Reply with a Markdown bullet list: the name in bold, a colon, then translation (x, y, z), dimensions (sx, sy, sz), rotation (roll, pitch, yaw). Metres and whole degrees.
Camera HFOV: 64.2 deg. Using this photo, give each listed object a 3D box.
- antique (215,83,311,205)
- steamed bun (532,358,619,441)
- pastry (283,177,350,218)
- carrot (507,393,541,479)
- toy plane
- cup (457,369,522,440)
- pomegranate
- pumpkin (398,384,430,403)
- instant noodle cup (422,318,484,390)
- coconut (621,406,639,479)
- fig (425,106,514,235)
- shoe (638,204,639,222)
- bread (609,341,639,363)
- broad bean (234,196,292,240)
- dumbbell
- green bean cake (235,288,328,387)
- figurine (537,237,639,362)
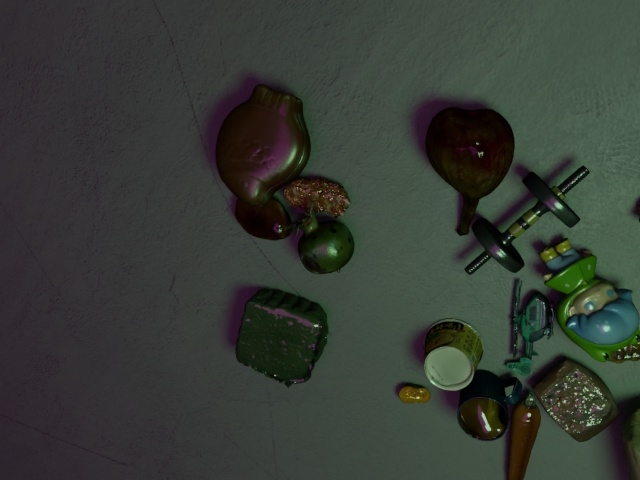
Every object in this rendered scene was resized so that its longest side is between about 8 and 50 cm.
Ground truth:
- **antique**: translation (-0.133, -0.223, 1.223), dimensions (0.223, 0.129, 0.279), rotation (18, 100, 17)
- **steamed bun**: translation (0.594, 0.371, 1.179), dimensions (0.175, 0.106, 0.145), rotation (45, 113, 4)
- **pastry**: translation (-0.004, -0.114, 1.264), dimensions (0.169, 0.063, 0.087), rotation (13, 117, 8)
- **carrot**: translation (0.497, 0.524, 1.277), dimensions (0.069, 0.069, 0.336), rotation (8, 111, 15)
- **toy plane**: translation (0.493, 0.211, 1.194), dimensions (0.096, 0.060, 0.235), rotation (6, 103, 24)
- **cup**: translation (0.408, 0.391, 1.225), dimensions (0.149, 0.138, 0.114), rotation (-4, 104, 18)
- **pomegranate**: translation (-0.003, 0.007, 1.241), dimensions (0.169, 0.149, 0.148), rotation (34, 113, -17)
- **pumpkin**: translation (0.247, 0.401, 1.338), dimensions (0.083, 0.028, 0.050), rotation (7, 105, 6)
- **instant noodle cup**: translation (0.316, 0.280, 1.233), dimensions (0.151, 0.122, 0.152), rotation (5, 104, 18)
- **coconut**: translation (0.799, 0.509, 1.050), dimensions (0.297, 0.297, 0.310), rotation (-15, 99, 20)
- **fig**: translation (0.333, -0.161, 1.122), dimensions (0.190, 0.191, 0.290), rotation (-7, 142, 19)
- **shoe**: translation (0.713, -0.046, 1.051), dimensions (0.109, 0.072, 0.069), rotation (34, 73, 1)
- **bread**: translation (0.688, 0.240, 1.141), dimensions (0.110, 0.060, 0.066), rotation (-14, 129, 21)
- **broad bean**: translation (-0.148, -0.063, 1.307), dimensions (0.165, 0.084, 0.114), rotation (21, 83, 15)
- **dumbbell**: translation (0.438, -0.038, 1.097), dimensions (0.143, 0.143, 0.325), rotation (45, 112, 2)
- **green bean cake**: translation (-0.100, 0.259, 1.360), dimensions (0.227, 0.125, 0.223), rotation (19, 107, 10)
- **figurine**: translation (0.576, 0.122, 1.104), dimensions (0.162, 0.143, 0.264), rotation (-26, 76, -13)
